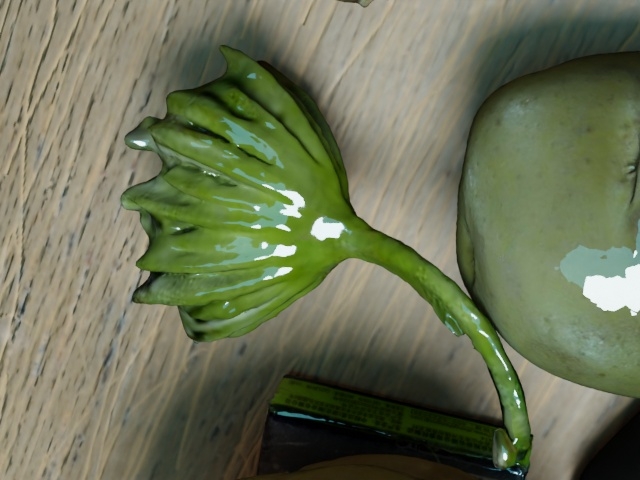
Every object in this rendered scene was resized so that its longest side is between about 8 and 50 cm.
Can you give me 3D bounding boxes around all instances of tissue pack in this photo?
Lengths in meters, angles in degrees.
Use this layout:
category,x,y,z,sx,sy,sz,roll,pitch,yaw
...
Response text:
category,x,y,z,sx,sy,sz,roll,pitch,yaw
tissue pack,0.058,0.232,0.831,0.235,0.073,0.173,12,110,8

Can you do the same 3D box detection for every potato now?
category,x,y,z,sx,sy,sz,roll,pitch,yaw
potato,0.256,-0.011,0.636,0.326,0.243,0.221,4,133,2

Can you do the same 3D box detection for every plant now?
category,x,y,z,sx,sy,sz,roll,pitch,yaw
plant,0.021,-0.010,0.695,0.333,0.180,0.251,12,115,19

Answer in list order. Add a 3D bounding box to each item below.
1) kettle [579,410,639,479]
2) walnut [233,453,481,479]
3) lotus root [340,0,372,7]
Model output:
category,x,y,z,sx,sy,sz,roll,pitch,yaw
kettle,0.348,0.244,0.743,0.255,0.165,0.240,37,137,0
walnut,0.019,0.319,0.659,0.381,0.381,0.381,3,106,10
lotus root,0.016,-0.339,0.641,0.169,0.151,0.343,-13,99,-1
